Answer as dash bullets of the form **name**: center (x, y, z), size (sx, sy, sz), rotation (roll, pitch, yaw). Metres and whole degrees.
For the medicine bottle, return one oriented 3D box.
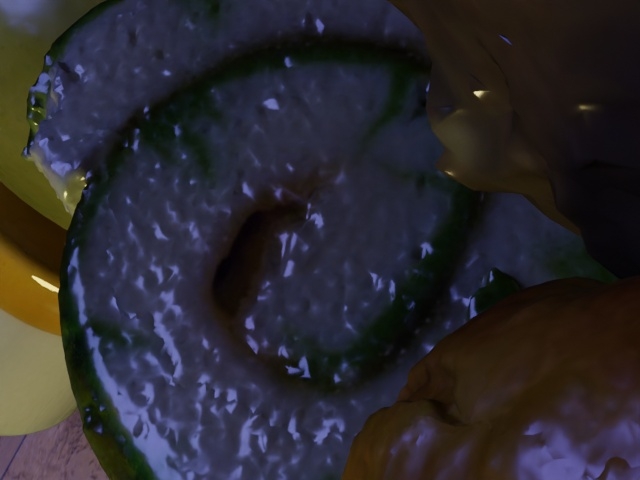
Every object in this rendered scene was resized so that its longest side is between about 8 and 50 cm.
- **medicine bottle**: center (-0.247, 0.012, 1.450), size (0.232, 0.238, 0.238), rotation (-46, 37, 39)

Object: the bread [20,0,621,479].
- **bread**: center (0.000, 0.000, 0.908), size (0.382, 0.129, 0.366), rotation (21, 72, 21)

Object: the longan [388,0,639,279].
- **longan**: center (0.183, -0.154, 0.627), size (0.391, 0.391, 0.391), rotation (-39, 42, 46)

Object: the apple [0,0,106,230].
- **apple**: center (-0.094, -0.152, 1.196), size (0.357, 0.357, 0.357), rotation (-39, 42, 46)

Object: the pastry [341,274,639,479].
- **pastry**: center (0.146, 0.170, 0.586), size (0.164, 0.356, 0.356), rotation (-35, 17, -23)
